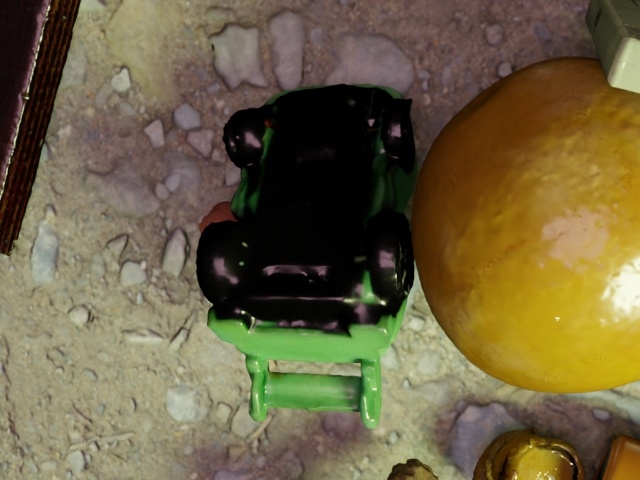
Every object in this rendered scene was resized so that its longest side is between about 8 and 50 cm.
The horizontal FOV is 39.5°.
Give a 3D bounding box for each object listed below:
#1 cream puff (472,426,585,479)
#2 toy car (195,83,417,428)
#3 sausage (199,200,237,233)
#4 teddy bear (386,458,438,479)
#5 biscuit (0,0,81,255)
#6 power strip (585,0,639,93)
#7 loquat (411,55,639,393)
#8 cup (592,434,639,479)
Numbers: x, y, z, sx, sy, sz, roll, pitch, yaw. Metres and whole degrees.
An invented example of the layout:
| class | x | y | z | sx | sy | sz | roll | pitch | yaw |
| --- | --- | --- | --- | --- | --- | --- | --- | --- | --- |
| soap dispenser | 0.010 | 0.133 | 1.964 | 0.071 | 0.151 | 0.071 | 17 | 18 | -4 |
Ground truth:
| class | x | y | z | sx | sy | sz | roll | pitch | yaw |
| --- | --- | --- | --- | --- | --- | --- | --- | --- | --- |
| cream puff | 0.235 | 0.277 | 0.999 | 0.119 | 0.104 | 0.133 | -28 | 98 | -18 |
| toy car | 0.000 | 0.000 | 0.956 | 0.213 | 0.176 | 0.359 | -2 | 57 | 16 |
| sausage | -0.077 | 0.017 | 1.058 | 0.154 | 0.062 | 0.062 | 43 | 104 | 5 |
| teddy bear | 0.017 | 0.385 | 1.051 | 0.296 | 0.222 | 0.246 | -46 | 119 | -16 |
| biscuit | -0.395 | -0.170 | 1.103 | 0.107 | 0.073 | 0.388 | 20 | 101 | 11 |
| power strip | 0.303 | -0.179 | 0.802 | 0.106 | 0.367 | 0.043 | 16 | 115 | 7 |
| loquat | 0.243 | -0.012 | 0.852 | 0.328 | 0.328 | 0.329 | 2 | 97 | 12 |
| cup | 0.426 | 0.295 | 0.942 | 0.264 | 0.182 | 0.226 | 21 | 68 | 16 |
